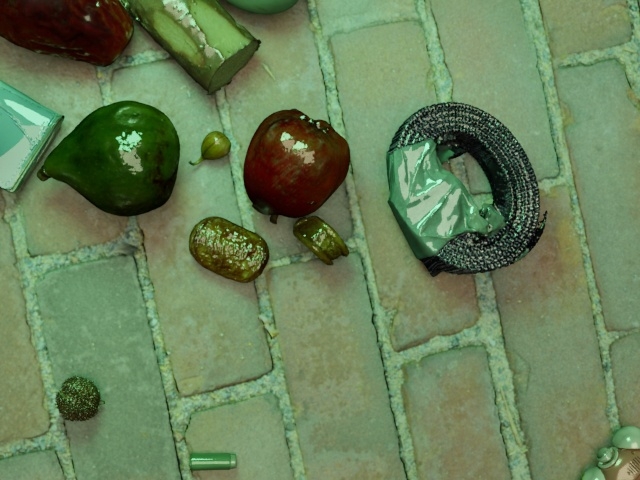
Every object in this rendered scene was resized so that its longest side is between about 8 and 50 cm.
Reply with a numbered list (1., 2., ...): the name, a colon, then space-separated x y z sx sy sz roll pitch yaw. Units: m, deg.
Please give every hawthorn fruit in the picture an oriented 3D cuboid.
1. hawthorn fruit: -0.047 -0.119 1.569 0.185 0.185 0.202 22 103 -6

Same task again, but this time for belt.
1. belt: 0.254 -0.094 1.630 0.260 0.122 0.325 -29 93 -10

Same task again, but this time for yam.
1. yam: -0.230 -0.382 1.572 0.238 0.129 0.128 46 120 -4

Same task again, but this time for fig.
1. fig: -0.360 -0.134 1.522 0.244 0.195 0.196 -5 91 -10
2. fig: -0.200 -0.161 1.612 0.083 0.050 0.050 -37 94 5

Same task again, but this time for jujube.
1. jujube: -0.446 -0.399 1.529 0.255 0.190 0.190 31 86 -23

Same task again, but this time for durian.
1. durian: -0.420 0.278 1.577 0.091 0.080 0.080 10 89 -35

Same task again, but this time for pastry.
1. pastry: 0.000 0.000 1.609 0.057 0.097 0.109 -45 94 -4

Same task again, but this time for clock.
1. clock: 0.587 0.448 1.685 0.162 0.093 0.166 40 86 -2

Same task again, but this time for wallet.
1. wallet: -0.597 -0.206 1.550 0.250 0.075 0.176 31 83 -5

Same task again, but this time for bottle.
1. bottle: -0.194 0.399 1.621 0.083 0.030 0.030 1 90 -7

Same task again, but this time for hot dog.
1. hot dog: -0.164 0.017 1.607 0.147 0.065 0.099 22 88 0

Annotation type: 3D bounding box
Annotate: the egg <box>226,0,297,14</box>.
1. egg: -0.128 -0.492 1.558 0.231 0.168 0.168 41 86 -7
